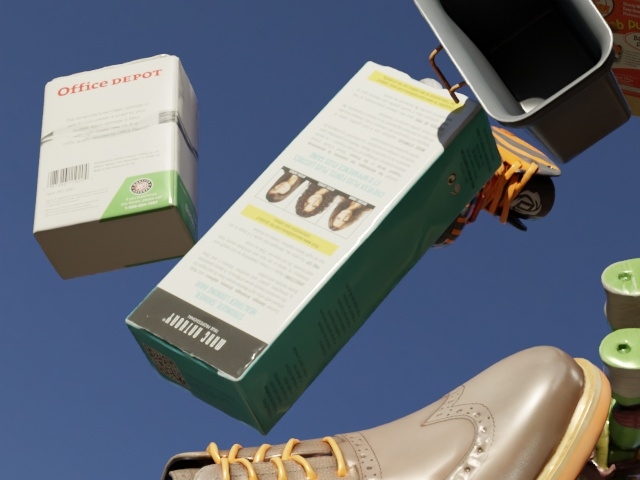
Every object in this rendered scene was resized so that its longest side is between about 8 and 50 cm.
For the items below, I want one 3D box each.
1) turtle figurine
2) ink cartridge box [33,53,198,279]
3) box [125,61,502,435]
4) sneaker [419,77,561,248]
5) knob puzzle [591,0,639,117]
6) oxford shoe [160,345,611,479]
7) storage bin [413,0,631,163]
[{"bbox_3d":[0.318,0.160,1.645,0.274,0.198,0.266,25,-39,34],"label":"turtle figurine"},{"bbox_3d":[-0.217,-0.082,2.070,0.160,0.219,0.092,-10,-40,11],"label":"ink cartridge box"},{"bbox_3d":[0.000,0.000,1.186,0.100,0.244,0.060,25,-27,37],"label":"box"},{"bbox_3d":[0.176,-0.064,2.039,0.180,0.321,0.125,27,-64,-11],"label":"sneaker"},{"bbox_3d":[0.268,-0.204,1.723,0.213,0.030,0.213,21,-44,22],"label":"knob puzzle"},{"bbox_3d":[-0.007,0.155,1.023,0.133,0.363,0.130,56,-6,-16],"label":"oxford shoe"},{"bbox_3d":[0.123,-0.109,1.140,0.091,0.098,0.135,44,13,-53],"label":"storage bin"}]
